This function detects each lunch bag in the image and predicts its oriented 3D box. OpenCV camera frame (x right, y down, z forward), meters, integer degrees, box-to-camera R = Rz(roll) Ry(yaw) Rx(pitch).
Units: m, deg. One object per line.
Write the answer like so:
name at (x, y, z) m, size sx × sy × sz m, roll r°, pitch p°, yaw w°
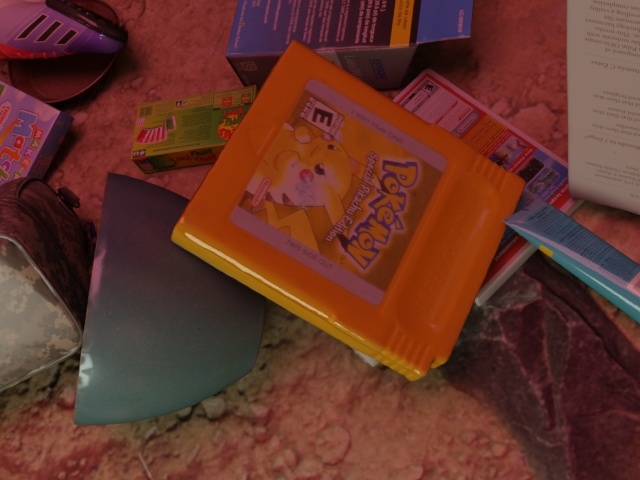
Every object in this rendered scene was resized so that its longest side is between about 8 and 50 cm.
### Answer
lunch bag at (-0.450, 0.059, 1.269) m, size 0.305 × 0.212 × 0.256 m, roll -28°, pitch 31°, yaw 5°

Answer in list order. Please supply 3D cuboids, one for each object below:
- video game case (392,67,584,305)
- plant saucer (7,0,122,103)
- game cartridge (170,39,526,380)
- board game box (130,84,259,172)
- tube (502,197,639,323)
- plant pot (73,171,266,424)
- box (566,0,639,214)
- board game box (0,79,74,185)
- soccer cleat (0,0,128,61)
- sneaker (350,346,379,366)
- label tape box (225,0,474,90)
video game case at (0.165, -0.076, 1.232) m, size 0.204 × 0.025 × 0.285 m, roll -44°, pitch 59°, yaw -7°
plant saucer at (-0.389, -0.288, 1.525) m, size 0.199 × 0.036 × 0.198 m, roll -8°, pitch 62°, yaw 14°
game cartridge at (0.042, -0.037, 1.094) m, size 0.324 × 0.052 × 0.285 m, roll 30°, pitch 64°, yaw -4°
board game box at (-0.170, -0.155, 1.377) m, size 0.181 × 0.043 × 0.092 m, roll -7°, pitch 63°, yaw 16°
tube at (0.306, 0.023, 1.099) m, size 0.207 × 0.052 × 0.080 m, roll 40°, pitch 38°, yaw 22°
plant pot at (-0.170, 0.078, 1.150) m, size 0.196 × 0.290 × 0.290 m, roll 8°, pitch 63°, yaw -11°
box at (0.383, -0.188, 1.013) m, size 0.215 × 0.345 × 0.168 m, roll 16°, pitch 58°, yaw 25°
board game box at (-0.482, -0.154, 1.469) m, size 0.212 × 0.039 × 0.160 m, roll 27°, pitch 89°, yaw 27°
soccer cleat at (-0.425, -0.312, 1.481) m, size 0.318 × 0.109 × 0.116 m, roll 20°, pitch 93°, yaw 25°
sneaker at (0.000, 0.000, 1.195) m, size 0.127 × 0.126 × 0.321 m, roll -45°, pitch 70°, yaw -1°
label tape box at (0.058, -0.329, 1.350) m, size 0.334 × 0.106 × 0.240 m, roll 0°, pitch 64°, yaw 19°
